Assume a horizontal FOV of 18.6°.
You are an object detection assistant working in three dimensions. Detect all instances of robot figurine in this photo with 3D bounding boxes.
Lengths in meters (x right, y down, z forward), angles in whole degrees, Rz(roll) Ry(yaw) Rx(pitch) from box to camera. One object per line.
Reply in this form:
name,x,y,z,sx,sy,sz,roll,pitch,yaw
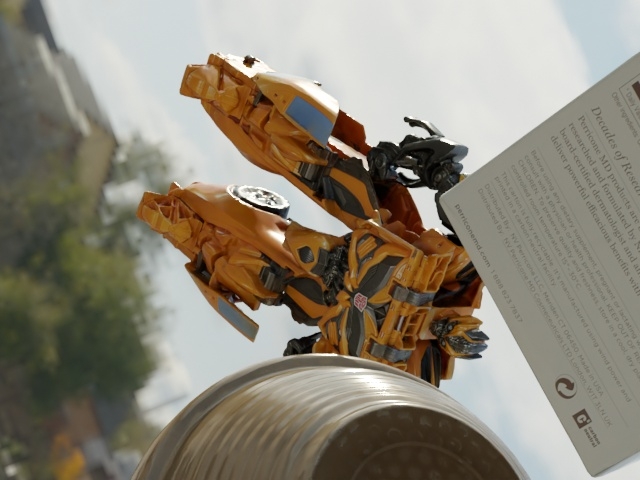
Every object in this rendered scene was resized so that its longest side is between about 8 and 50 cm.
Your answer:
robot figurine,0.000,0.000,1.301,0.291,0.085,0.211,38,-64,40

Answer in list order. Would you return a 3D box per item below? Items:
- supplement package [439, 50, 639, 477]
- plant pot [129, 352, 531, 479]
supplement package,0.195,-0.029,0.767,0.244,0.139,0.134,-37,-104,35
plant pot,0.028,0.152,0.918,0.237,0.237,0.110,66,-32,17
